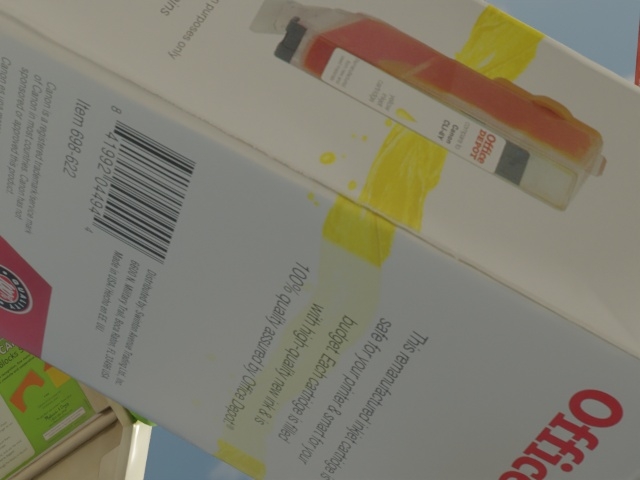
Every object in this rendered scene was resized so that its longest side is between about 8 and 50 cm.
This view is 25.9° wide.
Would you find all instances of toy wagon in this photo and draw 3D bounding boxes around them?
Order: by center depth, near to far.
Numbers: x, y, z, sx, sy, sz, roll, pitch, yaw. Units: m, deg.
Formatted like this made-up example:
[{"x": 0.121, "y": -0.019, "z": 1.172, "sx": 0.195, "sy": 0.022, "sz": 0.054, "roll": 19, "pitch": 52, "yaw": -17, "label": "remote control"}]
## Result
[{"x": -0.288, "y": 0.108, "z": 1.186, "sx": 0.267, "sy": 0.344, "sz": 0.068, "roll": -35, "pitch": 171, "yaw": 16, "label": "toy wagon"}]

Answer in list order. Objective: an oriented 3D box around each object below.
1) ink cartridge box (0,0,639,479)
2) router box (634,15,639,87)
[{"x": 0.000, "y": 0.000, "z": 0.728, "sx": 0.160, "sy": 0.384, "sz": 0.279, "roll": -59, "pitch": 177, "yaw": -36, "label": "ink cartridge box"}, {"x": 0.394, "y": -0.038, "z": 1.346, "sx": 0.082, "sy": 0.335, "sz": 0.301, "roll": -6, "pitch": -155, "yaw": -11, "label": "router box"}]
